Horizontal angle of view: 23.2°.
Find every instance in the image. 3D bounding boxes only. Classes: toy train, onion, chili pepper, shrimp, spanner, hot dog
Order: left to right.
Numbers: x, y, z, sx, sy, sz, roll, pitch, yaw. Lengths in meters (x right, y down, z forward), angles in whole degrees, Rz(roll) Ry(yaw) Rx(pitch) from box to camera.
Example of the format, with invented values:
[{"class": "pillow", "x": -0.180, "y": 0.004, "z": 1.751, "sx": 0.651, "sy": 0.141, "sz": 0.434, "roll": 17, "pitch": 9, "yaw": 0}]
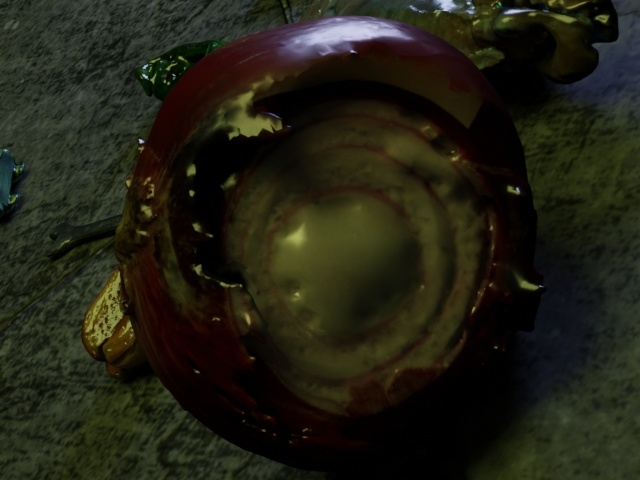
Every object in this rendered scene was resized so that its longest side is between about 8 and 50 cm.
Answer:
[{"class": "toy train", "x": -0.418, "y": -0.063, "z": 1.983, "sx": 0.081, "sy": 0.050, "sz": 0.122, "roll": -38, "pitch": 33, "yaw": 24}, {"class": "spanner", "x": -0.223, "y": -0.021, "z": 1.740, "sx": 0.254, "sy": 0.015, "sz": 0.054, "roll": -14, "pitch": 44, "yaw": 39}, {"class": "hot dog", "x": -0.148, "y": 0.025, "z": 1.552, "sx": 0.100, "sy": 0.068, "sz": 0.249, "roll": 15, "pitch": 66, "yaw": 43}, {"class": "chili pepper", "x": -0.130, "y": -0.183, "z": 1.778, "sx": 0.100, "sy": 0.074, "sz": 0.257, "roll": -55, "pitch": 29, "yaw": -12}, {"class": "onion", "x": -0.007, "y": 0.003, "z": 1.182, "sx": 0.341, "sy": 0.341, "sz": 0.341, "roll": -29, "pitch": 35, "yaw": 23}, {"class": "shrimp", "x": 0.143, "y": -0.224, "z": 1.495, "sx": 0.221, "sy": 0.110, "sz": 0.446, "roll": -41, "pitch": 27, "yaw": -10}]

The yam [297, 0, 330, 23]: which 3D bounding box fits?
[{"class": "yam", "x": -0.016, "y": -0.206, "z": 1.686, "sx": 0.054, "sy": 0.054, "sz": 0.132, "roll": 3, "pitch": 53, "yaw": 50}]
